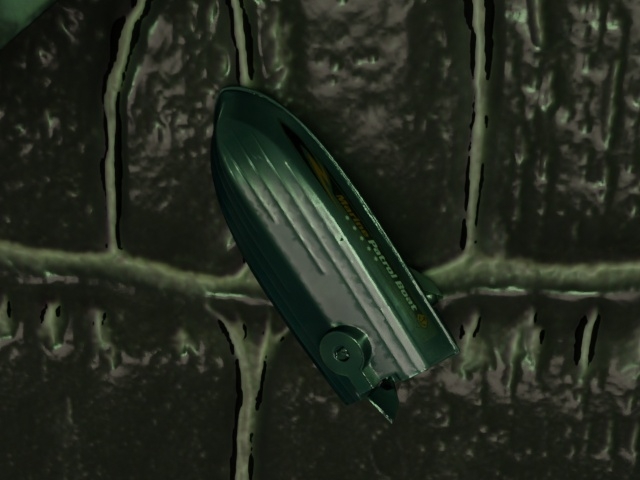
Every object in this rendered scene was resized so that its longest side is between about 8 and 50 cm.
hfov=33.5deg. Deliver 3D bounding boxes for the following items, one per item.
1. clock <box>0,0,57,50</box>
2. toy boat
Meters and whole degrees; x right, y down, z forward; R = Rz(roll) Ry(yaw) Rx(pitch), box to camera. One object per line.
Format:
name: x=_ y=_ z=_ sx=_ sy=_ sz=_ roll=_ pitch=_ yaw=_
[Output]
clock: x=-0.242 y=-0.095 z=0.553 sx=0.386 sy=0.386 sz=0.076 roll=-30 pitch=113 yaw=21
toy boat: x=0.000 y=0.000 z=0.728 sx=0.093 sy=0.103 sz=0.246 roll=-31 pitch=94 yaw=36
